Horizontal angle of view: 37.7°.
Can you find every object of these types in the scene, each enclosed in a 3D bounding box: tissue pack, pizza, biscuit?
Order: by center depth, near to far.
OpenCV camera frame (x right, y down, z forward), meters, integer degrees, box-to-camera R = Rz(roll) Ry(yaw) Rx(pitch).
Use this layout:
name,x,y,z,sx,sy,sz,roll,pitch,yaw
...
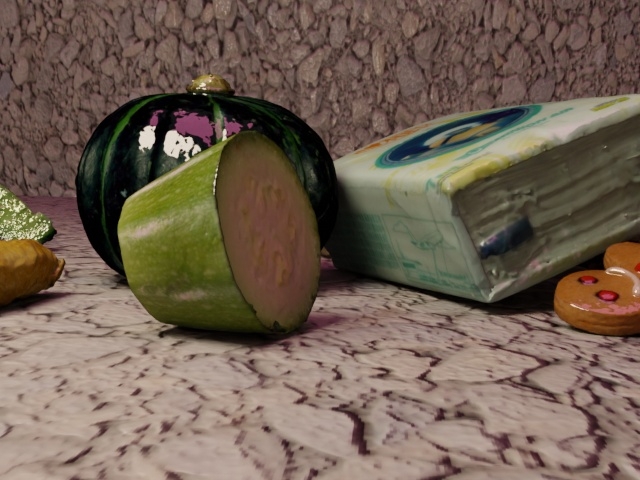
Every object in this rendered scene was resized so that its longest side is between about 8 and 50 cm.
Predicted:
name,x,y,z,sx,sy,sz,roll,pitch,yaw
pizza,-0.415,0.022,0.842,0.288,0.075,0.280,3,4,12
biscuit,0.330,0.035,0.855,0.250,0.036,0.165,-10,26,-14
tissue pack,0.184,-0.058,1.097,0.287,0.162,0.388,-23,12,-20

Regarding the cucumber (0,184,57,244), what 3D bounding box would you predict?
name,x,y,z,sx,sy,sz,roll,pitch,yaw
cucumber,-0.484,-0.028,1.378,0.193,0.085,0.115,6,-38,51

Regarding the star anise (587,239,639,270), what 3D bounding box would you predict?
name,x,y,z,sx,sy,sz,roll,pitch,yaw
star anise,0.391,0.040,0.961,0.234,0.073,0.177,11,16,17

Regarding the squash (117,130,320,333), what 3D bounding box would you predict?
name,x,y,z,sx,sy,sz,roll,pitch,yaw
squash,-0.083,0.004,0.771,0.123,0.170,0.170,-15,0,18

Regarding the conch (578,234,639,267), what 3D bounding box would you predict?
name,x,y,z,sx,sy,sz,roll,pitch,yaw
conch,0.409,-0.048,1.302,0.297,0.210,0.352,-33,9,-40

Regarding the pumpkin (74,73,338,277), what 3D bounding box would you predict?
name,x,y,z,sx,sy,sz,roll,pitch,yaw
pumpkin,-0.128,-0.068,1.068,0.315,0.238,0.315,6,8,-1

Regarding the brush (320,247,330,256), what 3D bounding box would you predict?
name,x,y,z,sx,sy,sz,roll,pitch,yaw
brush,0.000,0.000,1.424,0.036,0.043,0.248,7,2,-33
